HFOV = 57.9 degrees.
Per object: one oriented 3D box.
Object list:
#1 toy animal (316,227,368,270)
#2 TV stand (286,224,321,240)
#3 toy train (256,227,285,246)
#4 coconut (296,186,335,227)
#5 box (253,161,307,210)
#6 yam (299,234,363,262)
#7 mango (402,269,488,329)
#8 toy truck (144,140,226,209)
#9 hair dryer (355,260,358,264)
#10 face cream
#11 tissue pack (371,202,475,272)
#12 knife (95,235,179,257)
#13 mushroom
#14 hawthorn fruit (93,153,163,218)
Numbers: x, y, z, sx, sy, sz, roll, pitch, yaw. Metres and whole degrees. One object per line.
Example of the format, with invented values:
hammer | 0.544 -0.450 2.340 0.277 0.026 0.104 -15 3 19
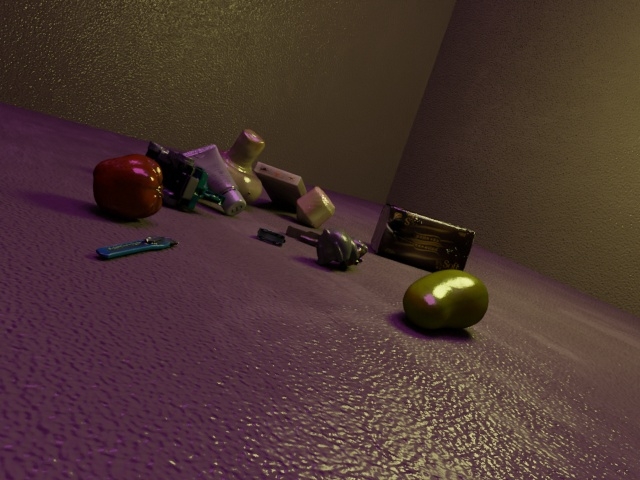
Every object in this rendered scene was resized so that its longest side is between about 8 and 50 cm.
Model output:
toy animal | 0.086 0.020 1.795 0.108 0.138 0.236 -9 1 38
TV stand | 0.000 0.000 2.033 0.249 0.036 0.042 19 9 -1
toy train | -0.153 -0.011 1.819 0.093 0.038 0.056 19 3 4
coconut | -0.030 -0.129 2.381 0.147 0.153 0.147 50 7 -8
box | -0.153 -0.219 2.534 0.205 0.051 0.365 20 -14 13
yam | 0.038 0.026 1.986 0.235 0.027 0.029 20 6 8
mango | 0.316 0.156 1.476 0.175 0.142 0.293 33 27 35
toy truck | -0.481 -0.206 1.947 0.178 0.176 0.364 21 5 -46
hair dryer | 0.083 0.055 1.930 0.079 0.031 0.083 27 0 -11
face cream | -0.374 -0.225 2.075 0.143 0.089 0.314 -24 65 -24
tissue pack | 0.410 0.001 2.318 0.371 0.209 0.198 16 4 -5
knife | -0.393 0.012 1.271 0.044 0.026 0.296 32 11 8
mushroom | -0.330 -0.299 2.279 0.293 0.290 0.292 36 10 -7
hawthorn fruit | -0.499 -0.141 1.506 0.189 0.189 0.189 18 10 -3
